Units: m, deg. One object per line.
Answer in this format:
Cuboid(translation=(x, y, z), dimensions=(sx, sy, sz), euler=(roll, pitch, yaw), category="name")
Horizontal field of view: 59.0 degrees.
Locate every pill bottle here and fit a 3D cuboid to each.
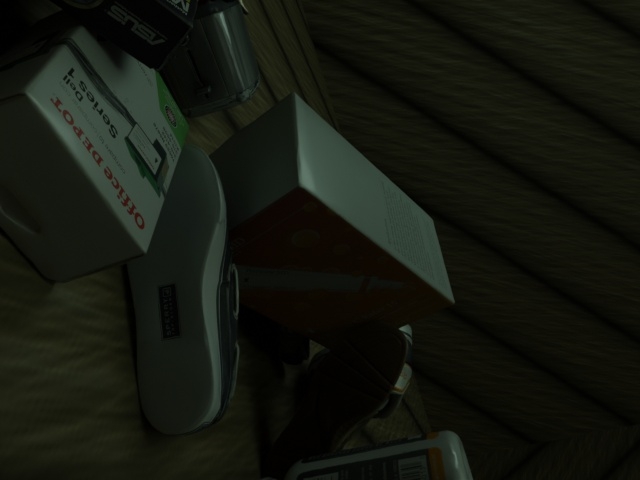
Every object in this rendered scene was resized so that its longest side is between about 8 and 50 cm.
Cuboid(translation=(0.047, 0.332, 0.672), dimensions=(0.162, 0.278, 0.162), euler=(-16, 90, -78), category="pill bottle")

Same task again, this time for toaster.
Cuboid(translation=(-0.169, -0.283, 0.862), dimensions=(0.227, 0.129, 0.146), euler=(-87, 162, -63), category="toaster")

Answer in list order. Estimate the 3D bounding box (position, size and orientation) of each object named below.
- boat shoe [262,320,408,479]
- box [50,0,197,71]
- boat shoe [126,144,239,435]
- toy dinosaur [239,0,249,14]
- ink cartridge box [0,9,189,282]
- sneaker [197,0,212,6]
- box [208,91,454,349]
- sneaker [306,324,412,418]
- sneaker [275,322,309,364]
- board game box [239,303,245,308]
Cuboid(translation=(0.022, 0.239, 0.822), dimensions=(0.104, 0.285, 0.089), euler=(39, -5, 14), category="boat shoe")
Cuboid(translation=(-0.227, -0.297, 0.482), dimensions=(0.270, 0.060, 0.216), euler=(30, 38, -33), category="box")
Cuboid(translation=(-0.136, 0.050, 0.614), dimensions=(0.102, 0.108, 0.301), euler=(47, 34, -73), category="boat shoe")
Cuboid(translation=(-0.200, -0.455, 0.862), dimensions=(0.127, 0.200, 0.296), euler=(49, -11, 18), category="toy dinosaur")
Cuboid(translation=(-0.208, -0.097, 0.502), dimensions=(0.219, 0.092, 0.160), euler=(-92, 162, -50), category="ink cartridge box")
Cuboid(translation=(-0.187, -0.412, 1.037), dimensions=(0.093, 0.088, 0.225), euler=(44, 34, -74), category="sneaker")
Cuboid(translation=(0.000, 0.000, 0.800), dimensions=(0.345, 0.215, 0.168), euler=(35, 37, -39), category="box")
Cuboid(translation=(0.054, 0.251, 0.993), dimensions=(0.321, 0.126, 0.127), euler=(123, -23, -54), category="sneaker")
Cuboid(translation=(-0.049, 0.149, 1.008), dimensions=(0.228, 0.086, 0.132), euler=(-26, 118, -83), category="sneaker")
Cuboid(translation=(-0.129, 0.015, 0.893), dimensions=(0.126, 0.026, 0.186), euler=(24, 51, -76), category="board game box")
